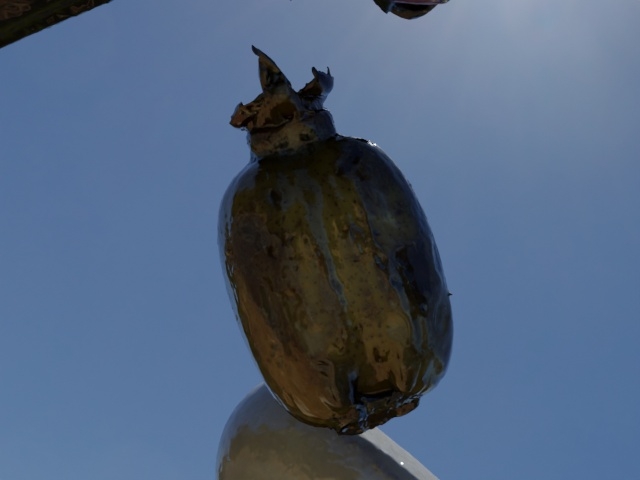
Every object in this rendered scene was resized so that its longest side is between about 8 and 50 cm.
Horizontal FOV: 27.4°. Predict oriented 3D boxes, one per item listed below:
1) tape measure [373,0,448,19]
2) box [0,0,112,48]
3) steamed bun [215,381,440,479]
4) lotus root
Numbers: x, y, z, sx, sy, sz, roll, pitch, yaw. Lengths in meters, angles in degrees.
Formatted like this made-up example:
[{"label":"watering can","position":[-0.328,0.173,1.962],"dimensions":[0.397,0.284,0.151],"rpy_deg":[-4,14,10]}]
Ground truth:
[{"label":"tape measure","position":[0.084,-0.389,1.579],"dimensions":[0.232,0.245,0.149],"rpy_deg":[3,20,-18]},{"label":"box","position":[-0.215,-0.250,0.558],"dimensions":[0.251,0.345,0.204],"rpy_deg":[-17,-31,29]},{"label":"steamed bun","position":[0.013,0.267,1.282],"dimensions":[0.283,0.177,0.283],"rpy_deg":[39,-1,1]},{"label":"lotus root","position":[0.000,0.000,0.927],"dimensions":[0.154,0.154,0.278],"rpy_deg":[-20,-91,51]}]
